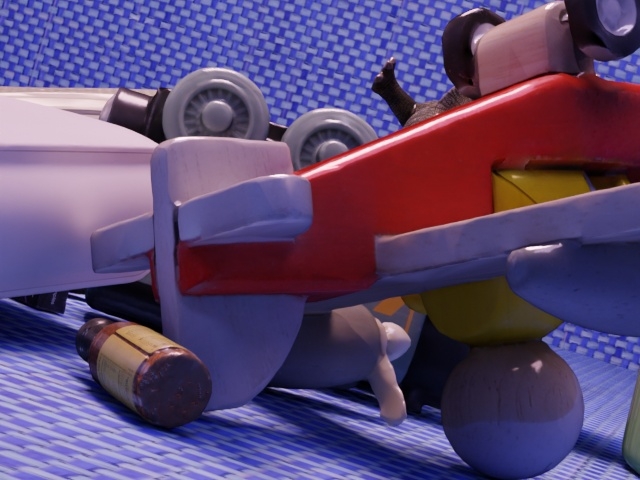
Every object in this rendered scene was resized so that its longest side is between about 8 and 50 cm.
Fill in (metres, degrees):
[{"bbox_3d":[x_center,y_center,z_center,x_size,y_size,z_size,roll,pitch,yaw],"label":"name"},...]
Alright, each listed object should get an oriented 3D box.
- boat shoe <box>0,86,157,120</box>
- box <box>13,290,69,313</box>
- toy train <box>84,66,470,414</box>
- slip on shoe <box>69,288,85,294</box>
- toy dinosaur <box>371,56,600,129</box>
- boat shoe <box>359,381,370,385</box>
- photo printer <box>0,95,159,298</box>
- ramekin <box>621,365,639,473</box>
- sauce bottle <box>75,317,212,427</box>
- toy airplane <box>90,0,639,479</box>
[{"bbox_3d":[-0.306,-0.074,1.854,0.500,0.156,0.187,2,8,-6],"label":"boat shoe"},{"bbox_3d":[-0.224,-0.023,1.359,0.162,0.116,0.029,18,3,43],"label":"box"},{"bbox_3d":[-0.016,0.002,1.383,0.334,0.190,0.142,19,-9,-5],"label":"toy train"},{"bbox_3d":[-0.213,0.016,1.461,0.135,0.051,0.041,20,28,-11],"label":"slip on shoe"},{"bbox_3d":[0.092,-0.045,1.534,0.160,0.121,0.313,29,-39,9],"label":"toy dinosaur"},{"bbox_3d":[-0.036,0.065,1.471,0.233,0.084,0.079,24,40,9],"label":"boat shoe"},{"bbox_3d":[-0.243,-0.038,1.155,0.256,0.107,0.307,14,7,20],"label":"photo printer"},{"bbox_3d":[0.379,0.142,1.447,0.303,0.148,0.303,17,1,0],"label":"ramekin"},{"bbox_3d":[-0.095,0.064,0.976,0.042,0.042,0.128,16,3,-24],"label":"sauce bottle"},{"bbox_3d":[0.066,0.023,1.107,0.384,0.272,0.386,-21,6,8],"label":"toy airplane"}]
